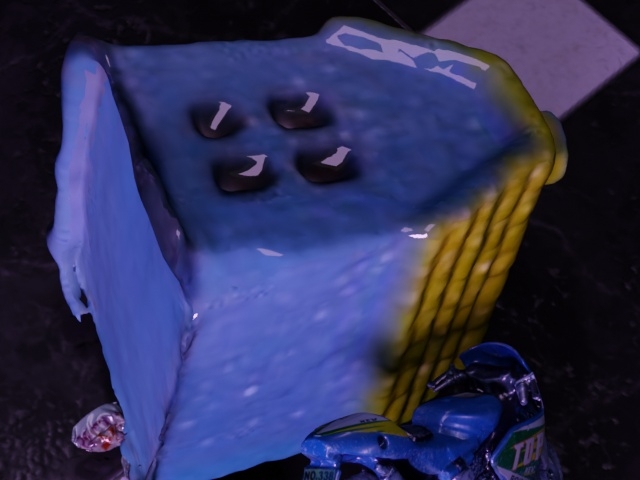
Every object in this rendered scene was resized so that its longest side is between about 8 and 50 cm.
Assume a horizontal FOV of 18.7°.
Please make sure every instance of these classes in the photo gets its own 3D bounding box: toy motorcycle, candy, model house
[{"bbox_3d":[0.077,0.137,1.184,0.254,0.092,0.136,-9,99,-50],"label":"toy motorcycle"},{"bbox_3d":[-0.084,0.167,1.244,0.175,0.043,0.045,37,53,13],"label":"candy"},{"bbox_3d":[0.000,0.000,1.217,0.303,0.237,0.215,-6,51,-18],"label":"model house"}]
